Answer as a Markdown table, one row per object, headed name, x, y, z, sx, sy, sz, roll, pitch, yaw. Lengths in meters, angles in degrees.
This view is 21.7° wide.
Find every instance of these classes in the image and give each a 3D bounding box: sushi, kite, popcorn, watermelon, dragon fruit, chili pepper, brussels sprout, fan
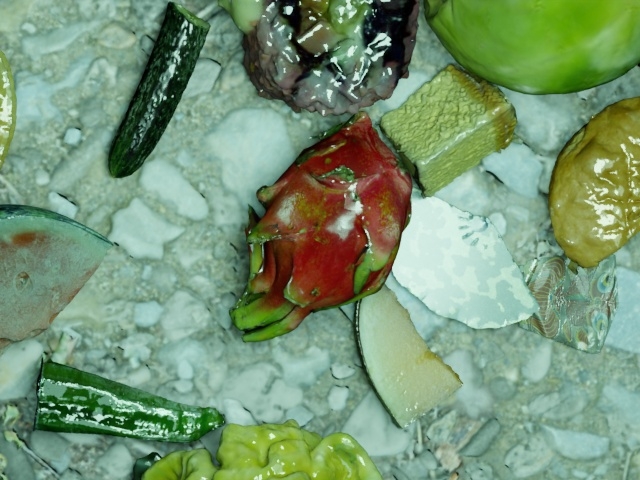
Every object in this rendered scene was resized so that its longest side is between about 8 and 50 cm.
| name | x | y | z | sx | sy | sz | roll | pitch | yaw |
| --- | --- | --- | --- | --- | --- | --- | --- | --- | --- |
| sushi | 0.003 | -0.270 | 1.882 | 0.237 | 0.171 | 0.270 | 5 | 100 | -7 |
| kite | 0.251 | 0.071 | 2.022 | 0.229 | 0.016 | 0.127 | 2 | 92 | -7 |
| popcorn | -0.043 | 0.329 | 1.905 | 0.293 | 0.237 | 0.292 | -2 | 103 | -9 |
| watermelon | -0.394 | 0.066 | 1.915 | 0.318 | 0.148 | 0.226 | -24 | 116 | -17 |
| dragon fruit | -0.011 | -0.015 | 1.920 | 0.269 | 0.198 | 0.200 | -30 | 62 | 23 |
| chili pepper | -0.222 | 0.195 | 1.965 | 0.227 | 0.059 | 0.088 | 9 | 90 | -9 |
| brussels sprout | 0.256 | -0.326 | 1.837 | 0.344 | 0.268 | 0.344 | -1 | 87 | 25 |
| fan | 0.158 | 0.021 | 1.999 | 0.240 | 0.009 | 0.131 | 42 | 84 | -3 |

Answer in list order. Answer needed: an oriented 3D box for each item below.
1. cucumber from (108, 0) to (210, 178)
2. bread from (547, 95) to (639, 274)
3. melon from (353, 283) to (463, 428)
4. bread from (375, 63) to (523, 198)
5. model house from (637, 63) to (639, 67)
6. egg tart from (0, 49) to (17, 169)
| name | x | y | z | sx | sy | sz | roll | pitch | yaw |
| --- | --- | --- | --- | --- | --- | --- | --- | --- | --- |
| cucumber | -0.191 | -0.168 | 1.932 | 0.058 | 0.052 | 0.214 | 25 | 94 | 12 |
| bread | 0.348 | -0.078 | 1.962 | 0.229 | 0.143 | 0.139 | -42 | 88 | -4 |
| melon | 0.083 | 0.129 | 1.993 | 0.098 | 0.054 | 0.182 | -38 | 99 | -7 |
| bread | 0.152 | -0.134 | 1.927 | 0.147 | 0.152 | 0.127 | -35 | 88 | -2 |
| model house | 0.469 | -0.259 | 1.948 | 0.164 | 0.141 | 0.203 | 26 | 91 | -2 |
| egg tart | -0.488 | -0.150 | 1.873 | 0.290 | 0.115 | 0.290 | -1 | 97 | -5 |
